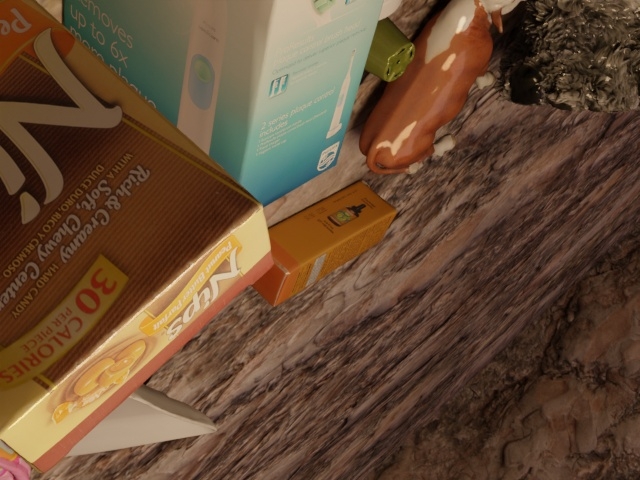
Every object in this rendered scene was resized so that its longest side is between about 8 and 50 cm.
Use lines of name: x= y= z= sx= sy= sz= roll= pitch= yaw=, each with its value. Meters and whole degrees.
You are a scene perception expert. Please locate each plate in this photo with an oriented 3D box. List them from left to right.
plate: x=-0.279 y=0.186 z=1.057 sx=0.278 sy=0.045 sz=0.277 roll=-10 pitch=160 yaw=10

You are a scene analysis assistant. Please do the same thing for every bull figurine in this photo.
bull figurine: x=0.161 y=-0.215 z=1.309 sx=0.310 sy=0.101 sz=0.188 roll=-52 pitch=161 yaw=7

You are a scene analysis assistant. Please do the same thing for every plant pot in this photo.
plant pot: x=0.062 y=-0.221 z=1.136 sx=0.083 sy=0.079 sz=0.083 roll=-41 pitch=157 yaw=-21

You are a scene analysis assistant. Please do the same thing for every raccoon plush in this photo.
raccoon plush: x=0.338 y=-0.346 z=1.418 sx=0.216 sy=0.446 sz=0.299 roll=0 pitch=104 yaw=-11

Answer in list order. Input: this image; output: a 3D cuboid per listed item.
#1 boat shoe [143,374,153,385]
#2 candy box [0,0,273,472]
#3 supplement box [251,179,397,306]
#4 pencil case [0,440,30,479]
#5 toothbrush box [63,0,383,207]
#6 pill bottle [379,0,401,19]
boat shoe: x=-0.230 y=0.113 z=1.096 sx=0.127 sy=0.113 sz=0.340 roll=-46 pitch=159 yaw=-3
candy box: x=-0.201 y=-0.042 z=0.603 sx=0.183 sy=0.316 sz=0.087 roll=-43 pitch=159 yaw=-16
supplement box: x=0.000 y=0.000 z=1.401 sx=0.233 sy=0.078 sz=0.080 roll=-30 pitch=152 yaw=-38
pencil case: x=-0.257 y=0.044 z=0.712 sx=0.124 sy=0.284 sz=0.124 roll=-3 pitch=152 yaw=-1
toothbrush box: x=-0.073 y=-0.194 z=0.733 sx=0.126 sy=0.216 sz=0.295 roll=-33 pitch=155 yaw=-36
pill bottle: x=0.041 y=-0.294 z=0.929 sx=0.108 sy=0.108 sz=0.193 roll=-41 pitch=158 yaw=-19
